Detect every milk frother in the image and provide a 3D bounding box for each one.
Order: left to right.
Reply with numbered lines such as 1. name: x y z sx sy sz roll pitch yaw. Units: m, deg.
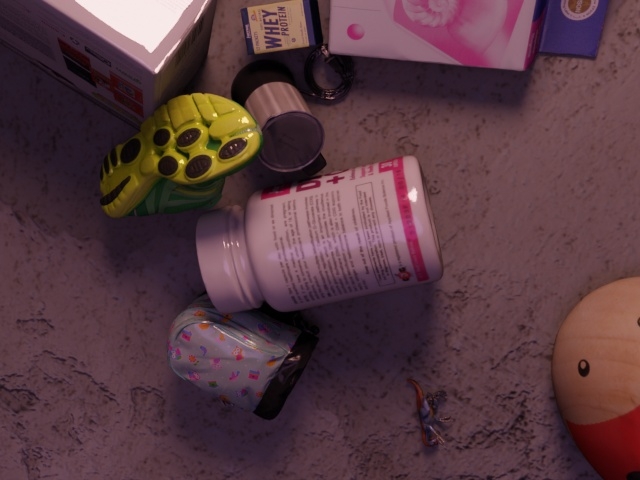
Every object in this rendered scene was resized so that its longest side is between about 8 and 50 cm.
1. milk frother: -0.020 -0.166 1.099 0.129 0.134 0.143 25 114 -35

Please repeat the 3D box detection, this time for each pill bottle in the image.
1. pill bottle: 0.000 0.000 1.132 0.283 0.160 0.160 -12 104 9

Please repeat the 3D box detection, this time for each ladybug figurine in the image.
1. ladybug figurine: 0.491 0.242 1.142 0.449 0.162 0.305 41 109 -7

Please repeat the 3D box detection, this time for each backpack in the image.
1. backpack: -0.111 0.145 1.209 0.182 0.115 0.152 29 109 0

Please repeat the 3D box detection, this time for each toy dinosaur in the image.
1. toy dinosaur: 0.151 0.245 1.260 0.090 0.047 0.082 35 120 30

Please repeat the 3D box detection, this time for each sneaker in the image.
1. sneaker: -0.159 -0.099 1.098 0.296 0.124 0.109 -16 78 47

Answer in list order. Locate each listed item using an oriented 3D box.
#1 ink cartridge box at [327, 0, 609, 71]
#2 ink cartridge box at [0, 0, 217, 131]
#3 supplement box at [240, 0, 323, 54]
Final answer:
1. ink cartridge box: 0.178 -0.350 1.006 0.330 0.071 0.324 6 127 6
2. ink cartridge box: -0.291 -0.282 1.074 0.309 0.272 0.130 33 76 -4
3. supplement box: -0.045 -0.261 1.101 0.083 0.083 0.056 -6 104 9
